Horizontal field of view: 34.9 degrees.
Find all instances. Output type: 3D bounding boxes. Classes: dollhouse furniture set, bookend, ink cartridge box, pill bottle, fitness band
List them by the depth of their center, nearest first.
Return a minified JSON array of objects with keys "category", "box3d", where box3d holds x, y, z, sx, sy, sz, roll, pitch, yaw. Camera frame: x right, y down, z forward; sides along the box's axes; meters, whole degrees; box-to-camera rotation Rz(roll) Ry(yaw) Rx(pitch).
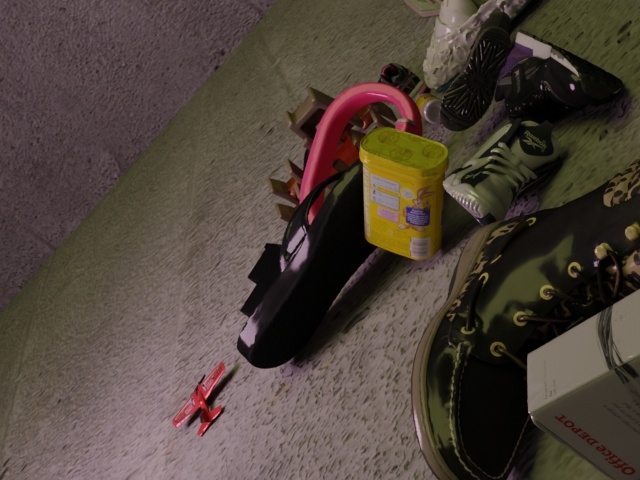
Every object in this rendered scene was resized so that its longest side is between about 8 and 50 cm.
[{"category":"ink cartridge box","box3d":[0.298,0.120,0.892,0.191,0.139,0.082,-37,28,35]},{"category":"fitness band","box3d":[0.064,-0.130,1.723,0.209,0.054,0.291,10,80,42]},{"category":"pill bottle","box3d":[0.191,-0.234,1.785,0.043,0.043,0.083,-50,22,7]},{"category":"bookend","box3d":[-0.082,0.090,1.800,0.157,0.072,0.156,-58,21,-12]},{"category":"dollhouse furniture set","box3d":[0.032,-0.169,1.923,0.262,0.135,0.259,-44,39,21]}]

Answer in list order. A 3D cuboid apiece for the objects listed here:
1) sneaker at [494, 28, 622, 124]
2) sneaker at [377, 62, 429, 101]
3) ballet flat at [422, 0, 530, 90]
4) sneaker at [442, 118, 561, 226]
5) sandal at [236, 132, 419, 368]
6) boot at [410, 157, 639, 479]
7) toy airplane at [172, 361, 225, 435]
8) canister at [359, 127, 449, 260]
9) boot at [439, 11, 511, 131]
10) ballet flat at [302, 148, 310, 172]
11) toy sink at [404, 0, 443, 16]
[{"category":"sneaker","box3d":[0.325,-0.205,1.428,0.124,0.107,0.283,-63,14,14]},{"category":"sneaker","box3d":[0.146,-0.311,1.951,0.072,0.077,0.178,-53,21,-5]},{"category":"ballet flat","box3d":[0.301,-0.442,1.769,0.409,0.147,0.147,-43,24,26]},{"category":"sneaker","box3d":[0.250,-0.099,1.349,0.153,0.094,0.235,-45,-4,14]},{"category":"sandal","box3d":[-0.002,0.001,1.589,0.107,0.167,0.446,44,103,33]},{"category":"boot","box3d":[0.255,0.076,1.063,0.284,0.138,0.377,-32,22,43]},{"category":"toy airplane","box3d":[-0.207,0.288,1.805,0.151,0.028,0.151,-44,24,25]},{"category":"canister","box3d":[0.119,-0.064,1.459,0.126,0.170,0.073,21,46,26]},{"category":"boot","box3d":[0.254,-0.278,1.646,0.189,0.076,0.208,-59,6,17]},{"category":"ballet flat","box3d":[-0.011,-0.133,2.059,0.057,0.049,0.173,-5,44,14]},{"category":"toy sink","box3d":[0.233,-0.544,2.035,0.131,0.153,0.234,-55,23,-6]}]
